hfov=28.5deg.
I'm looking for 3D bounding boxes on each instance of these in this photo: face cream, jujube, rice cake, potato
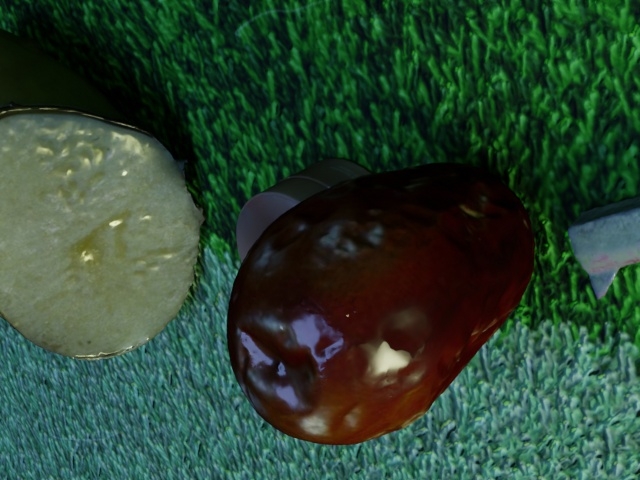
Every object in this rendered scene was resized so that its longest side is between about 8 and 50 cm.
[{"bbox_3d":[0.000,0.000,1.309,0.149,0.104,0.149,24,128,34],"label":"face cream"},{"bbox_3d":[0.060,0.045,1.114,0.223,0.318,0.223,23,127,34],"label":"jujube"},{"bbox_3d":[0.324,-0.012,1.026,0.290,0.051,0.081,-16,92,49],"label":"rice cake"},{"bbox_3d":[-0.335,-0.090,1.541,0.397,0.290,0.296,42,-172,-40],"label":"potato"}]
